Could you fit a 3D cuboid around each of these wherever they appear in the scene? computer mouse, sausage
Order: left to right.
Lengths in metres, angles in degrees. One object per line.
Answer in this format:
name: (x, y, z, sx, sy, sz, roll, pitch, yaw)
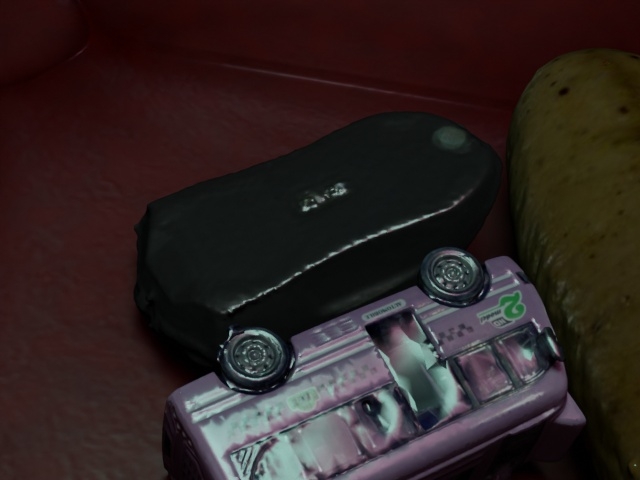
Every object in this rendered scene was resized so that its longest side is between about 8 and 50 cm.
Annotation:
computer mouse: (0.000, 0.000, 0.690, 0.217, 0.073, 0.122, -22, 43, -14)
sausage: (0.193, 0.088, 0.617, 0.136, 0.123, 0.501, 20, 42, -35)

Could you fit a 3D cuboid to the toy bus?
toy bus: (0.027, 0.087, 0.608, 0.199, 0.096, 0.108, -21, 60, -21)
